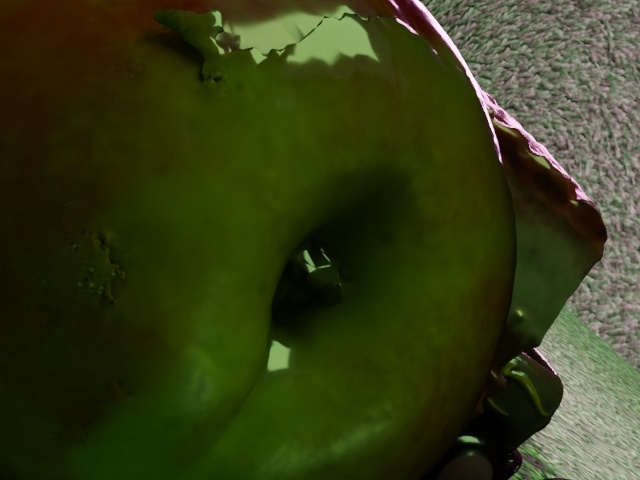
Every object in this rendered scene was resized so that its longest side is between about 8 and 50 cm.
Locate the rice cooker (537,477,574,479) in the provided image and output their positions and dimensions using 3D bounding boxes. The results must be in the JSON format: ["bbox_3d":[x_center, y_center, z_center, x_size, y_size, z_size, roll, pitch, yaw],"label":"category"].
[{"bbox_3d":[0.192,0.267,1.375,0.118,0.142,0.203,8,30,-49],"label":"rice cooker"}]

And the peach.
[{"bbox_3d":[-0.092,-0.003,0.925,0.370,0.370,0.370,38,9,-7],"label":"peach"}]

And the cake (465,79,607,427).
[{"bbox_3d":[0.000,0.000,1.300,0.269,0.319,0.270,43,9,-16],"label":"cake"}]

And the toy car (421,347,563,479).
[{"bbox_3d":[0.093,0.058,1.647,0.340,0.240,0.271,41,6,-34],"label":"toy car"}]
